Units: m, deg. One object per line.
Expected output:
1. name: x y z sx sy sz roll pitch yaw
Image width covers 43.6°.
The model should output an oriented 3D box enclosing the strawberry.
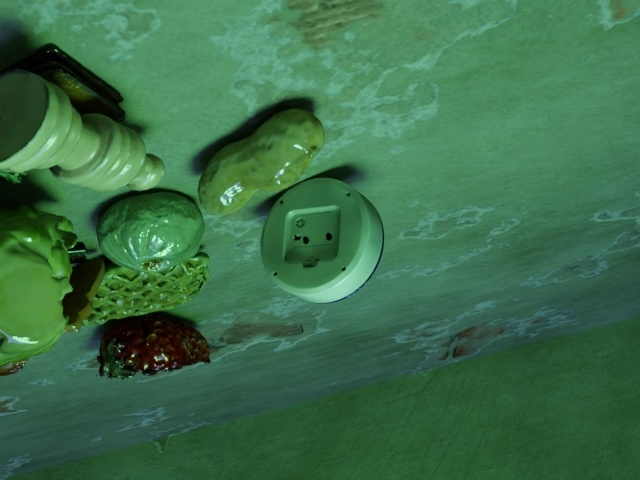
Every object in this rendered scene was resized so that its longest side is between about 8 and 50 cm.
1. strawberry: -0.400 0.249 1.947 0.280 0.150 0.253 -7 177 -22

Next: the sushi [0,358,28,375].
1. sushi: -0.745 0.243 1.757 0.332 0.129 0.124 -23 161 31

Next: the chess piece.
1. chess piece: -0.316 -0.126 1.094 0.138 0.124 0.307 -53 154 10

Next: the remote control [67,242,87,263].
1. remote control: -0.547 0.031 1.501 0.212 0.028 0.059 -4 151 -25

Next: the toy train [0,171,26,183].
1. toy train: -0.470 -0.108 1.194 0.053 0.033 0.083 6 169 8

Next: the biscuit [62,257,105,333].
1. biscuit: -0.495 0.123 1.470 0.183 0.280 0.043 14 129 24

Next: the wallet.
1. wallet: -0.389 -0.177 1.101 0.196 0.042 0.161 -21 156 14

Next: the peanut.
1. peanut: -0.105 -0.125 1.309 0.263 0.117 0.101 -24 134 28

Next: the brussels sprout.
1. brussels sprout: -0.538 0.078 1.255 0.315 0.275 0.371 -4 -179 -30

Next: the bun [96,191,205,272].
1. bun: -0.304 -0.004 1.457 0.196 0.118 0.195 -16 158 -6

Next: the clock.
1. clock: 0.000 0.000 1.497 0.230 0.230 0.083 -25 155 22

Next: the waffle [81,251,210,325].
1. waffle: -0.383 0.105 1.708 0.297 0.073 0.317 -7 156 -19
